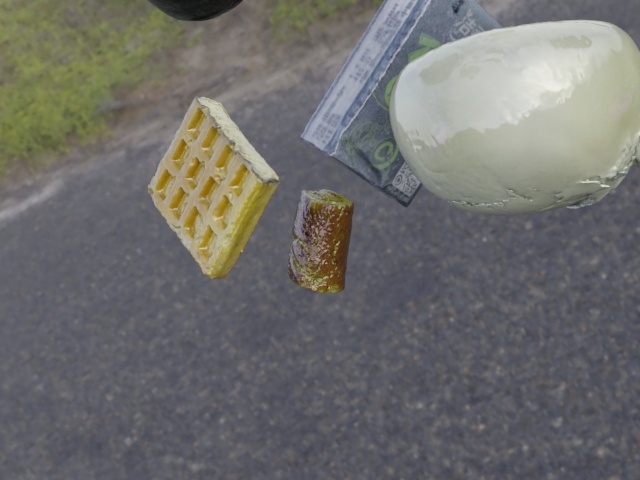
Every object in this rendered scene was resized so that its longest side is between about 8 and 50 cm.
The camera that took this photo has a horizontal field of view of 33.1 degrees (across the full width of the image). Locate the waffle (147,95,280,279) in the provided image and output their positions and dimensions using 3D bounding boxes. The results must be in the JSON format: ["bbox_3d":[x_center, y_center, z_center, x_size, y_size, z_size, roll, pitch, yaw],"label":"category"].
[{"bbox_3d":[-0.189,-0.091,1.862,0.248,0.055,0.221,51,123,33],"label":"waffle"}]

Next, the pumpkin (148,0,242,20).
[{"bbox_3d":[-0.163,-0.398,1.362,0.159,0.238,0.238,-13,30,23],"label":"pumpkin"}]

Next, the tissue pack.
[{"bbox_3d":[0.173,-0.287,2.028,0.124,0.288,0.394,36,95,41],"label":"tissue pack"}]

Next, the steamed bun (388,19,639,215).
[{"bbox_3d":[0.255,-0.145,1.425,0.312,0.233,0.334,-8,-6,-18],"label":"steamed bun"}]

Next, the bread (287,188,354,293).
[{"bbox_3d":[0.000,0.000,1.961,0.103,0.172,0.132,2,16,-27],"label":"bread"}]
